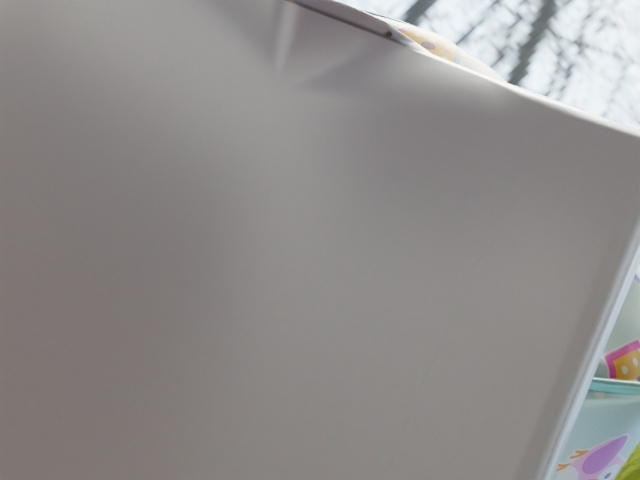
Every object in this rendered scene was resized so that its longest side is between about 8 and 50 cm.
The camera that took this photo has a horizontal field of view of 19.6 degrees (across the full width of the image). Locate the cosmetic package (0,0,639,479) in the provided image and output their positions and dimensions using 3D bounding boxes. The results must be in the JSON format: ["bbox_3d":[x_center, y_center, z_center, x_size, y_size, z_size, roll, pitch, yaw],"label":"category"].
[{"bbox_3d":[-0.073,0.104,0.464,0.217,0.156,0.385,23,-132,10],"label":"cosmetic package"}]

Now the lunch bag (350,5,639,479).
[{"bbox_3d":[0.000,0.000,0.779,0.279,0.224,0.108,61,-41,46],"label":"lunch bag"}]

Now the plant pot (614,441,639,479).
[{"bbox_3d":[0.175,0.208,1.327,0.228,0.227,0.207,-32,-139,12],"label":"plant pot"}]
